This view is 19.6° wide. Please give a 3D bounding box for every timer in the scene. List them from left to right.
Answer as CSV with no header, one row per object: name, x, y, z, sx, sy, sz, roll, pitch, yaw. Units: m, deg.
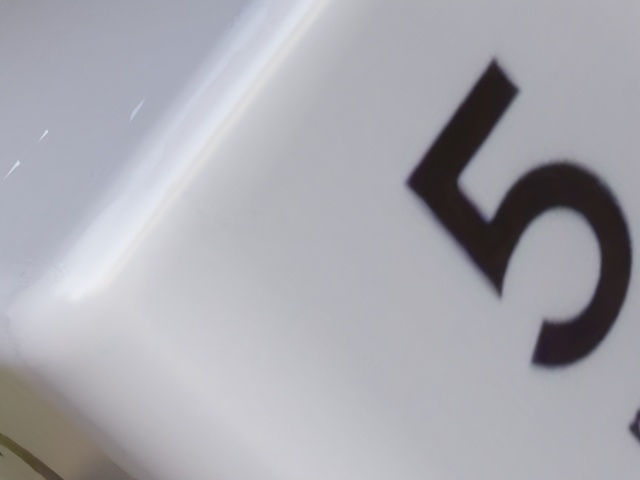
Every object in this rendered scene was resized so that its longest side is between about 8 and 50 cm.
timer,0.000,0.000,0.489,0.192,0.195,0.194,7,55,54
